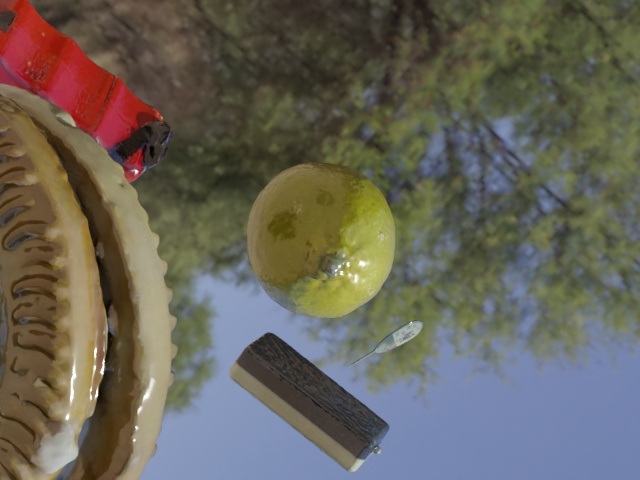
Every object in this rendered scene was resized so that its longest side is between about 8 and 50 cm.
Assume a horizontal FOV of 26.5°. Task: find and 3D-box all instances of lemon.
[{"bbox_3d":[0.000,0.000,1.586,0.184,0.184,0.248,-50,-178,6],"label":"lemon"}]

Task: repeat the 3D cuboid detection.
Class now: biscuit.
[{"bbox_3d":[-0.185,0.037,0.672,0.259,0.259,0.079,-43,161,29],"label":"biscuit"}]

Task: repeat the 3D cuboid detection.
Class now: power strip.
[{"bbox_3d":[-0.013,0.248,2.063,0.070,0.257,0.105,-58,169,21],"label":"power strip"}]

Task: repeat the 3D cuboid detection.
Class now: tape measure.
[{"bbox_3d":[-0.328,-0.124,1.458,0.260,0.253,0.114,-27,-147,36],"label":"tape measure"}]

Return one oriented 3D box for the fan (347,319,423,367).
[{"bbox_3d":[0.068,0.098,1.297,0.080,0.003,0.060,-39,159,25],"label":"fan"}]
